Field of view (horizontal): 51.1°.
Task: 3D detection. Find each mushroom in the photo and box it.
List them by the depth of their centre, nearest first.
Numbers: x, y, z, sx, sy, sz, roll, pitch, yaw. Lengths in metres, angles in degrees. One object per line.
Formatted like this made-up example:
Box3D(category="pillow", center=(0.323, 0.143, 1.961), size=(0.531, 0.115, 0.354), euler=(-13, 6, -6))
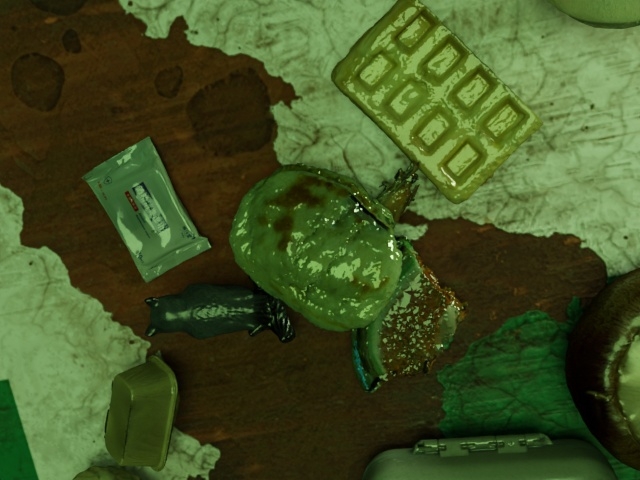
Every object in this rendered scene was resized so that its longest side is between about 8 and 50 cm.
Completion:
Box3D(category="mushroom", center=(0.483, 0.177, 0.918), size=(0.278, 0.163, 0.297), euler=(-14, 99, 17))

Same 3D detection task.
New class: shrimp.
Box3D(category="shrimp", center=(0.066, -0.063, 0.969), size=(0.124, 0.034, 0.178), euler=(35, 122, 13))

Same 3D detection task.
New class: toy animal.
Box3D(category="toy animal", center=(-0.140, 0.110, 0.957), size=(0.210, 0.117, 0.121), euler=(-12, 107, -26))

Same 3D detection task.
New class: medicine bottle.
Box3D(category="medicine bottle", center=(0.254, 0.433, 1.007), size=(0.375, 0.123, 0.282), euler=(-6, 102, 7))

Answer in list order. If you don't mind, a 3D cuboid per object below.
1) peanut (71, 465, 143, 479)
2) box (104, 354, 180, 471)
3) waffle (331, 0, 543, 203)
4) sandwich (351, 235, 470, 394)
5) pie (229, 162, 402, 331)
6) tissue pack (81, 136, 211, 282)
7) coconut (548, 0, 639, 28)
Box3D(category="peanut", center=(-0.294, 0.489, 1.083), size=(0.136, 0.120, 0.298), euler=(-27, 99, 15))
Box3D(category="box", center=(-0.272, 0.272, 1.049), size=(0.111, 0.111, 0.177), euler=(14, 103, 4))
Box3D(category="waffle", center=(0.159, -0.194, 0.932), size=(0.274, 0.057, 0.168), euler=(45, 103, -3))
Box3D(category="sandwich", center=(0.115, 0.127, 0.986), size=(0.159, 0.079, 0.235), euler=(29, 102, 0))
Box3D(category="pie", center=(0.000, 0.000, 0.915), size=(0.248, 0.090, 0.201), euler=(34, 85, 7))
Box3D(category="tissue pack", center=(-0.264, -0.045, 1.023), size=(0.123, 0.026, 0.193), euler=(-28, 97, 10))
Box3D(category="coconut", center=(0.350, -0.377, 0.782), size=(0.224, 0.234, 0.224), euler=(-9, 61, 16))
